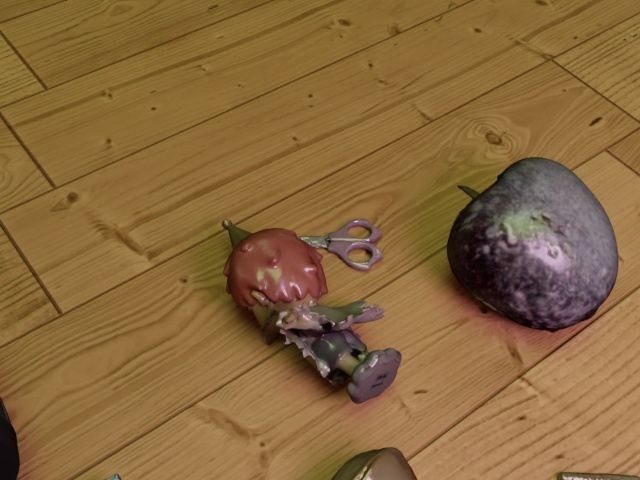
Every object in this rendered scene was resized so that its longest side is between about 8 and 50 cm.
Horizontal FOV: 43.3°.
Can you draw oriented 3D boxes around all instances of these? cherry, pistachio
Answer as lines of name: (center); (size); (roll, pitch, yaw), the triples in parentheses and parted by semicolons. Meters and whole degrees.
cherry: (0.328, 0.002, 1.263); (0.296, 0.218, 0.255); (45, 57, 13)
pistachio: (0.052, 0.346, 1.020); (0.124, 0.124, 0.185); (29, 53, 19)

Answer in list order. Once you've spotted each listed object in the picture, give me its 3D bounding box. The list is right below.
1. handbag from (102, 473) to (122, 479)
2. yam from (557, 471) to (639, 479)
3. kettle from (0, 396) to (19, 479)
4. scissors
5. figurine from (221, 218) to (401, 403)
handbag: (-0.261, 0.418, 0.986); (0.179, 0.062, 0.229); (-26, 57, -26)
yam: (0.389, 0.333, 1.119); (0.116, 0.021, 0.021); (3, 51, 0)
kettle: (-0.533, 0.229, 1.061); (0.207, 0.250, 0.271); (9, 33, -38)
scissors: (0.000, 0.000, 1.364); (0.212, 0.021, 0.110); (4, 49, -1)
figurine: (-0.049, 0.088, 1.215); (0.387, 0.166, 0.207); (38, 24, 27)
